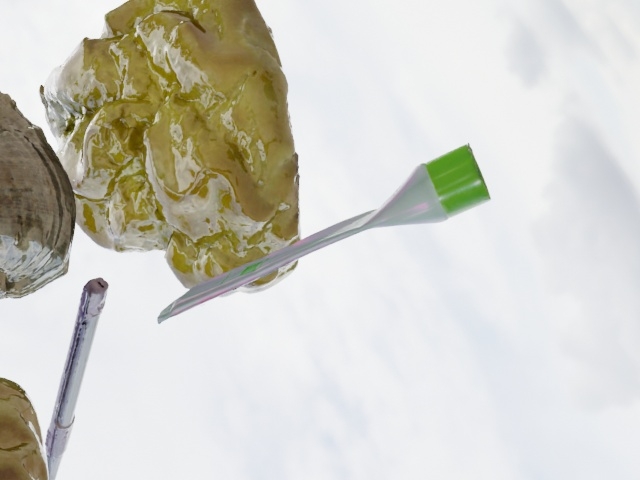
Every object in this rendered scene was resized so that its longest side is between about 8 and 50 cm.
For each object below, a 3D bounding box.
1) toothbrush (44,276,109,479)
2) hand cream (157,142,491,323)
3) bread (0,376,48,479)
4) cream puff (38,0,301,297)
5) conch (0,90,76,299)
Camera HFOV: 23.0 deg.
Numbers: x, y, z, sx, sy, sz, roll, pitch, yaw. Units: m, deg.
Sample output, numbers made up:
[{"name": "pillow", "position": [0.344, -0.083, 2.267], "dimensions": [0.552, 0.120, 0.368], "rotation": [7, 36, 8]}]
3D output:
[{"name": "toothbrush", "position": [-0.230, 0.157, 1.372], "dimensions": [0.029, 0.354, 0.024], "rotation": [41, -135, 22]}, {"name": "hand cream", "position": [0.001, 0.001, 1.241], "dimensions": [0.079, 0.275, 0.050], "rotation": [44, -155, -67]}, {"name": "bread", "position": [-0.196, 0.175, 0.899], "dimensions": [0.269, 0.087, 0.098], "rotation": [-111, 18, -57]}, {"name": "cream puff", "position": [-0.157, -0.095, 1.598], "dimensions": [0.291, 0.257, 0.325], "rotation": [96, 165, -80]}, {"name": "conch", "position": [-0.272, -0.024, 1.285], "dimensions": [0.155, 0.130, 0.207], "rotation": [25, -121, -45]}]
